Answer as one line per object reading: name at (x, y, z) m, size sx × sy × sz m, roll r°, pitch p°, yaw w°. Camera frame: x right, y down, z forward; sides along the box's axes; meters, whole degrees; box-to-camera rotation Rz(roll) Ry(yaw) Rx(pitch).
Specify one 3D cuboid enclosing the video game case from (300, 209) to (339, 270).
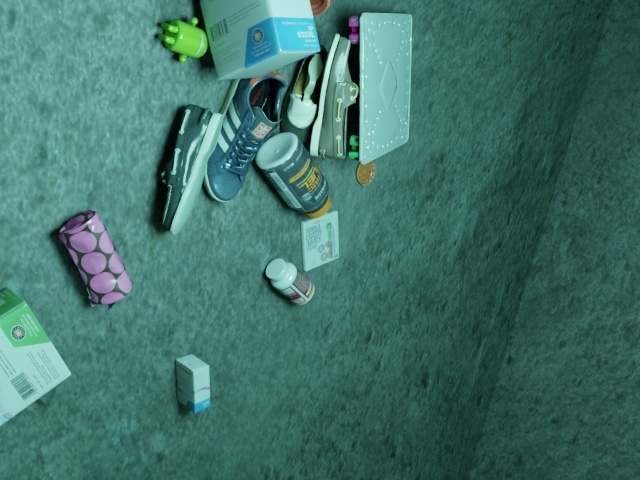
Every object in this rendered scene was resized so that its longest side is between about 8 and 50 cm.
video game case at (0.000, 0.000, 1.835) m, size 0.143 × 0.019 × 0.157 m, roll -21°, pitch 118°, yaw -39°

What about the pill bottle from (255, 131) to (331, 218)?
pill bottle at (-0.061, -0.164, 1.636) m, size 0.130 × 0.130 × 0.246 m, roll -55°, pitch 135°, yaw -17°

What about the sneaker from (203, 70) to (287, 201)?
sneaker at (-0.178, -0.257, 1.470) m, size 0.131 × 0.148 × 0.350 m, roll 13°, pitch 95°, yaw -47°

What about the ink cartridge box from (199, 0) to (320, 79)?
ink cartridge box at (-0.147, -0.527, 1.298) m, size 0.129 × 0.223 × 0.308 m, roll -19°, pitch 99°, yaw -43°

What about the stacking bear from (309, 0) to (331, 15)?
stacking bear at (-0.007, -0.718, 1.485) m, size 0.164 × 0.175 × 0.289 m, roll 25°, pitch 71°, yaw -19°

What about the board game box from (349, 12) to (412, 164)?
board game box at (0.177, -0.450, 1.753) m, size 0.390 × 0.050 × 0.390 m, roll -35°, pitch 128°, yaw -57°

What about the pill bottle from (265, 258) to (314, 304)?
pill bottle at (-0.088, 0.117, 1.736) m, size 0.086 × 0.086 × 0.152 m, roll -57°, pitch 135°, yaw -15°

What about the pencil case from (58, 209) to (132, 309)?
pencil case at (-0.487, 0.042, 1.305) m, size 0.098 × 0.095 × 0.209 m, roll -21°, pitch 119°, yaw -12°

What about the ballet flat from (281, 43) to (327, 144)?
ballet flat at (-0.043, -0.388, 1.598) m, size 0.095 × 0.096 × 0.281 m, roll 12°, pitch 92°, yaw -11°

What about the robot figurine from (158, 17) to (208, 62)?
robot figurine at (-0.299, -0.446, 1.341) m, size 0.115 × 0.067 × 0.101 m, roll 5°, pitch 109°, yaw -48°

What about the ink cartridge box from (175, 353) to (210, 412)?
ink cartridge box at (-0.331, 0.370, 1.572) m, size 0.052 × 0.088 × 0.123 m, roll -16°, pitch 114°, yaw -41°

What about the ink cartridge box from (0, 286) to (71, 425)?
ink cartridge box at (-0.668, 0.257, 1.168) m, size 0.278 × 0.117 × 0.201 m, roll -38°, pitch 127°, yaw -31°

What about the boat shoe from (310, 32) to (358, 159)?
boat shoe at (0.045, -0.366, 1.572) m, size 0.117 × 0.096 × 0.325 m, roll -71°, pitch 173°, yaw -63°

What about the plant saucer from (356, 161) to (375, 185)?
plant saucer at (0.142, -0.216, 1.910) m, size 0.083 × 0.013 × 0.084 m, roll -17°, pitch 115°, yaw -42°

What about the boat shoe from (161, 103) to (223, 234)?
boat shoe at (-0.317, -0.165, 1.406) m, size 0.114 × 0.091 × 0.303 m, roll 127°, pitch -17°, yaw -86°
